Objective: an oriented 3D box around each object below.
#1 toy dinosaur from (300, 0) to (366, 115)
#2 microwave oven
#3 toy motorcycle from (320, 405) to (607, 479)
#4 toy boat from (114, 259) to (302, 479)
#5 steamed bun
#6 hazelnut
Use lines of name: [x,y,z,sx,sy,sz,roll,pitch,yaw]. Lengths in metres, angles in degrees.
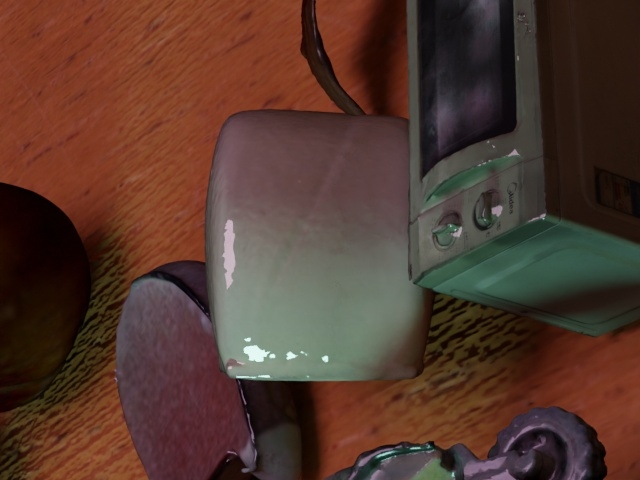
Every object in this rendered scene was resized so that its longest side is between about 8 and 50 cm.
toy dinosaur: [0.054,-0.233,1.410,0.206,0.113,0.327,112,169,-58]
microwave oven: [0.135,-0.065,1.131,0.129,0.163,0.205,-28,52,46]
toy motorcycle: [0.059,0.176,1.075,0.229,0.094,0.129,-22,51,31]
toy boat: [-0.074,0.114,1.449,0.155,0.085,0.227,-58,46,35]
steamed bun: [0.000,0.000,1.237,0.242,0.146,0.164,-156,67,-88]
hazelnut: [-0.307,0.053,1.676,0.229,0.229,0.229,-29,52,46]
